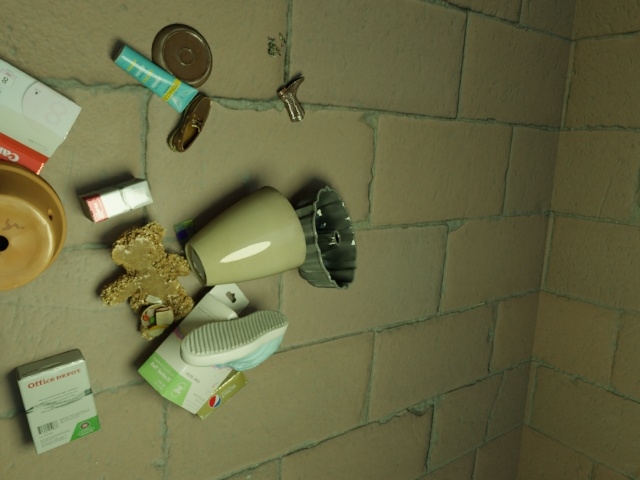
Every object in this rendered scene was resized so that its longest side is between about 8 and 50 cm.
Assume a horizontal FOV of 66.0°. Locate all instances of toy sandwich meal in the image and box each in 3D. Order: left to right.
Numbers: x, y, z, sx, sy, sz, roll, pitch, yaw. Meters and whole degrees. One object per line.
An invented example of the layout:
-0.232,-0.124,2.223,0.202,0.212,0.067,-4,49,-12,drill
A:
-0.431,0.206,1.308,0.085,0.029,0.086,-16,121,-28,toy sandwich meal

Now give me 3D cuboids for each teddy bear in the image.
-0.459,0.111,1.333,0.245,0.113,0.338,-42,129,-13,teddy bear

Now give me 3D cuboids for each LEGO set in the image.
-0.134,-0.573,1.464,0.083,0.023,0.054,-45,125,-36,LEGO set

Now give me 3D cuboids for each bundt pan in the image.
0.000,0.000,1.556,0.331,0.124,0.331,36,49,-57,bundt pan

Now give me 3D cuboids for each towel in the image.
-0.380,-0.014,1.409,0.060,0.009,0.084,-24,113,-29,towel

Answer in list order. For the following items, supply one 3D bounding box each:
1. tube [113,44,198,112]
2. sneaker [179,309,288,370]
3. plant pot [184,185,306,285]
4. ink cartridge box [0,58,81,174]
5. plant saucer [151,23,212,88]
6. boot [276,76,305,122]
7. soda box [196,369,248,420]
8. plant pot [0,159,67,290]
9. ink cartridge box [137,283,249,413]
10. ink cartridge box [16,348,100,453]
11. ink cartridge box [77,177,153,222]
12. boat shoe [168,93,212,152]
-0.423,-0.415,1.265,0.080,0.052,0.207,-40,132,23,tube
-0.220,0.296,1.306,0.365,0.135,0.150,-5,116,-53,sneaker
-0.224,0.012,1.373,0.273,0.256,0.257,-25,114,-30,plant pot
-0.685,-0.253,1.107,0.189,0.066,0.233,31,77,-37,ink cartridge box
-0.360,-0.486,1.309,0.168,0.029,0.169,-10,106,-34,plant saucer
-0.069,-0.434,1.528,0.106,0.037,0.114,-37,117,-10,boot
-0.316,0.467,1.528,0.181,0.061,0.058,-37,119,-25,soda box
-0.691,-0.016,1.049,0.290,0.203,0.291,-11,110,-32,plant pot
-0.315,0.296,1.415,0.353,0.119,0.207,-50,149,-17,ink cartridge box
-0.660,0.400,1.245,0.152,0.086,0.209,-13,109,-33,ink cartridge box
-0.510,-0.103,1.231,0.150,0.109,0.063,-25,113,-30,ink cartridge box
-0.341,-0.313,1.335,0.064,0.060,0.178,38,77,-47,boat shoe
